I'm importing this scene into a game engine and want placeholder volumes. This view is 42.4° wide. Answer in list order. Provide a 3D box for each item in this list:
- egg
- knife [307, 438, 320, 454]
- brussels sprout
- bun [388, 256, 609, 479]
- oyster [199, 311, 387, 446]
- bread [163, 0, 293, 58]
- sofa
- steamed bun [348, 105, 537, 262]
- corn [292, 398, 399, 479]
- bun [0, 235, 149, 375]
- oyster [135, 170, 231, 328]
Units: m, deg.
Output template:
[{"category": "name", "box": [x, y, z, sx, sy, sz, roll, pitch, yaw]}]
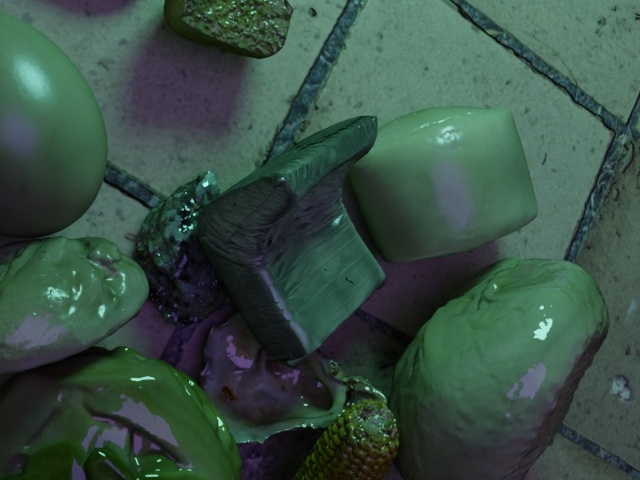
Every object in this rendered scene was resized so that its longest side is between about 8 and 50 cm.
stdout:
[{"category": "egg", "box": [-0.321, -0.119, 0.842, 0.186, 0.186, 0.241, -27, 99, -23]}, {"category": "knife", "box": [0.018, 0.256, 1.104, 0.091, 0.005, 0.014, -40, 105, -20]}, {"category": "brussels sprout", "box": [-0.222, 0.274, 0.864, 0.328, 0.247, 0.328, -2, 95, -26]}, {"category": "bun", "box": [0.214, 0.170, 1.056, 0.213, 0.361, 0.361, 30, 73, 23]}, {"category": "oyster", "box": [-0.038, 0.188, 1.030, 0.233, 0.107, 0.161, 13, 73, -11]}, {"category": "bread", "box": [-0.117, -0.272, 0.975, 0.156, 0.125, 0.086, 12, 93, -35]}, {"category": "sofa", "box": [0.000, 0.000, 0.969, 0.210, 0.176, 0.225, -37, 103, -47]}, {"category": "steamed bun", "box": [0.173, -0.080, 1.093, 0.250, 0.155, 0.200, -20, 99, -27]}, {"category": "corn", "box": [0.004, 0.314, 0.985, 0.106, 0.106, 0.293, 21, 116, -24]}, {"category": "bun", "box": [-0.293, 0.056, 0.842, 0.210, 0.237, 0.116, -12, 99, 15]}, {"category": "oyster", "box": [-0.159, 0.012, 0.990, 0.125, 0.064, 0.177, -17, 96, -30]}]
